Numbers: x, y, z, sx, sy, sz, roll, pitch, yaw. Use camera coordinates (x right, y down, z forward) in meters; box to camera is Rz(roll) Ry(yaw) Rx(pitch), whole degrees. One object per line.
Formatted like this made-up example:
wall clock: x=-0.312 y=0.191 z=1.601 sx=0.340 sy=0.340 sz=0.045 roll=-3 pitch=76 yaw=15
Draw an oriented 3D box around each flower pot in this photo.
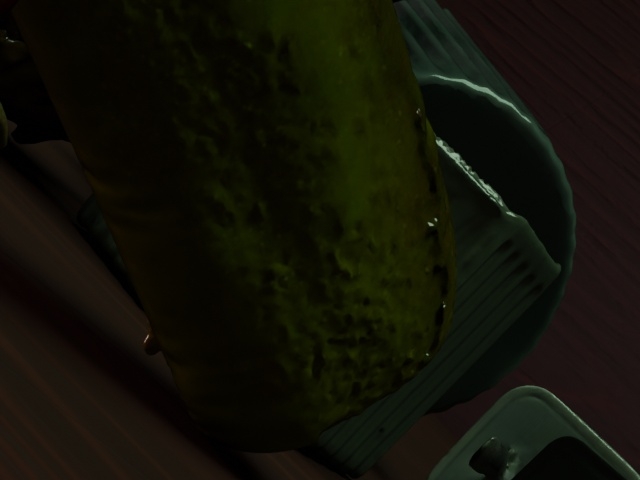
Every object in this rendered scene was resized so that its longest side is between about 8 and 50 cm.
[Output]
flower pot: x=0.000 y=0.000 z=1.188 sx=0.239 sy=0.189 sz=0.209 roll=45 pitch=1 yaw=-7

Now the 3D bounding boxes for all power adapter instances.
power adapter: x=0.150 y=0.180 z=1.363 sx=0.130 sy=0.125 sz=0.205 roll=44 pitch=0 yaw=20

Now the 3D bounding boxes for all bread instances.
bread: x=-0.035 y=-0.085 z=0.813 sx=0.112 sy=0.166 sz=0.383 roll=7 pitch=-51 yaw=39

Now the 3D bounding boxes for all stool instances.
stool: x=0.026 y=-0.038 z=1.485 sx=0.297 sy=0.297 sz=0.330 roll=43 pitch=6 yaw=-19

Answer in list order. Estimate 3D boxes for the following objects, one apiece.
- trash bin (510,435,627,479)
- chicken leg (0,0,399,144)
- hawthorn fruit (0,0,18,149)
trash bin: x=0.192 y=0.241 z=1.095 sx=0.225 sy=0.115 sz=0.165 roll=47 pitch=-3 yaw=-36
chicken leg: x=-0.044 y=-0.188 z=1.244 sx=0.409 sy=0.295 sz=0.182 roll=-9 pitch=65 yaw=-42
hawthorn fruit: x=-0.163 y=-0.133 z=0.622 sx=0.251 sy=0.189 sz=0.189 roll=49 pitch=-2 yaw=-25
